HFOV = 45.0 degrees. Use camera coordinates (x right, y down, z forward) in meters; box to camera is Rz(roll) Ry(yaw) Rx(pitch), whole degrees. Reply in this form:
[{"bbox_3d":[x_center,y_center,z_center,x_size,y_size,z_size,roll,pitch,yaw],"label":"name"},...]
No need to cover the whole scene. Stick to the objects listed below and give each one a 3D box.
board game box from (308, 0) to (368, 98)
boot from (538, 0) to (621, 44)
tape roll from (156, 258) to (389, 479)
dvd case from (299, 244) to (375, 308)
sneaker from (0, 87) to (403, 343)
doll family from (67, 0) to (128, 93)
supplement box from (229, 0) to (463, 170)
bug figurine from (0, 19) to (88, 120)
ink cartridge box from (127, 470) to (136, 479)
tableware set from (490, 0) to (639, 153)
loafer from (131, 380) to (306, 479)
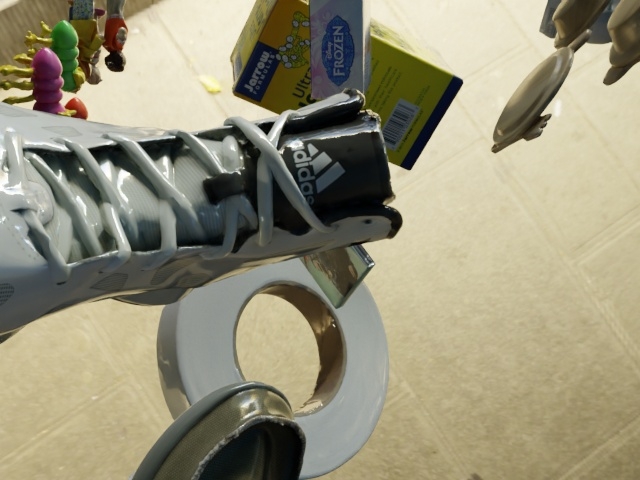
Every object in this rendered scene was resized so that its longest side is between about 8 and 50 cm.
[{"bbox_3d":[0.030,-0.353,0.998,0.066,0.318,0.317,0,104,5],"label":"board game box"},{"bbox_3d":[0.333,-0.320,0.868,0.124,0.095,0.258,16,69,10],"label":"boot"},{"bbox_3d":[-0.060,0.171,1.182,0.392,0.072,0.391,14,66,-34],"label":"tape roll"},{"bbox_3d":[0.000,0.000,0.763,0.013,0.087,0.119,-23,70,-34],"label":"dvd case"},{"bbox_3d":[-0.102,-0.046,0.480,0.258,0.447,0.169,-19,85,20],"label":"sneaker"},{"bbox_3d":[-0.417,-0.341,1.347,0.118,0.263,0.163,3,91,-29],"label":"doll family"},{"bbox_3d":[0.038,-0.304,1.380,0.357,0.194,0.195,20,115,-20],"label":"supplement box"},{"bbox_3d":[-0.327,-0.149,0.955,0.072,0.279,0.216,2,119,-6],"label":"bug figurine"},{"bbox_3d":[-0.194,0.396,1.044,0.203,0.148,0.085,-4,118,25],"label":"ink cartridge box"},{"bbox_3d":[0.154,-0.123,0.414,0.020,0.141,0.168,34,63,-8],"label":"tableware set"},{"bbox_3d":[-0.065,0.194,0.385,0.094,0.087,0.251,38,70,-42],"label":"loafer"}]
